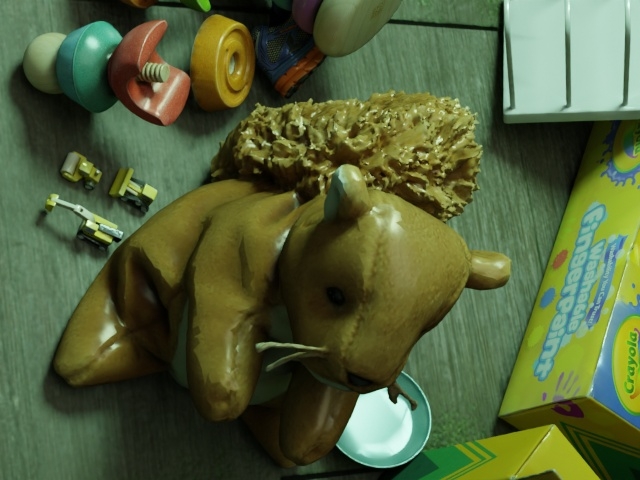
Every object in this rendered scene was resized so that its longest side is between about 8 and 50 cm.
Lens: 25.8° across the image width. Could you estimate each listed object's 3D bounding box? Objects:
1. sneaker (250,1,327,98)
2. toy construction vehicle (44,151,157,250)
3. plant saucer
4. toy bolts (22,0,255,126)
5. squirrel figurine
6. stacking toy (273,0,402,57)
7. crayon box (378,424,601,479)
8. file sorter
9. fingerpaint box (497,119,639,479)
[{"bbox_3d":[-0.006,-0.259,1.531,0.087,0.083,0.221,39,57,-8],"label":"sneaker"},{"bbox_3d":[-0.213,-0.041,1.368,0.098,0.035,0.086,32,62,-20],"label":"toy construction vehicle"},{"bbox_3d":[0.056,0.184,1.457,0.119,0.021,0.119,8,59,-13],"label":"plant saucer"},{"bbox_3d":[-0.187,-0.200,1.402,0.218,0.158,0.228,75,32,-43],"label":"toy bolts"},{"bbox_3d":[0.000,0.000,1.283,0.281,0.370,0.397,32,62,-20],"label":"squirrel figurine"},{"bbox_3d":[-0.063,-0.339,1.459,0.330,0.141,0.141,40,56,13],"label":"stacking toy"},{"bbox_3d":[0.200,0.289,1.352,0.202,0.318,0.081,51,57,-10],"label":"crayon box"},{"bbox_3d":[0.345,-0.263,1.585,0.278,0.173,0.192,-1,57,9],"label":"file sorter"},{"bbox_3d":[0.449,0.095,1.651,0.371,0.163,0.444,33,60,-20],"label":"fingerpaint box"}]
